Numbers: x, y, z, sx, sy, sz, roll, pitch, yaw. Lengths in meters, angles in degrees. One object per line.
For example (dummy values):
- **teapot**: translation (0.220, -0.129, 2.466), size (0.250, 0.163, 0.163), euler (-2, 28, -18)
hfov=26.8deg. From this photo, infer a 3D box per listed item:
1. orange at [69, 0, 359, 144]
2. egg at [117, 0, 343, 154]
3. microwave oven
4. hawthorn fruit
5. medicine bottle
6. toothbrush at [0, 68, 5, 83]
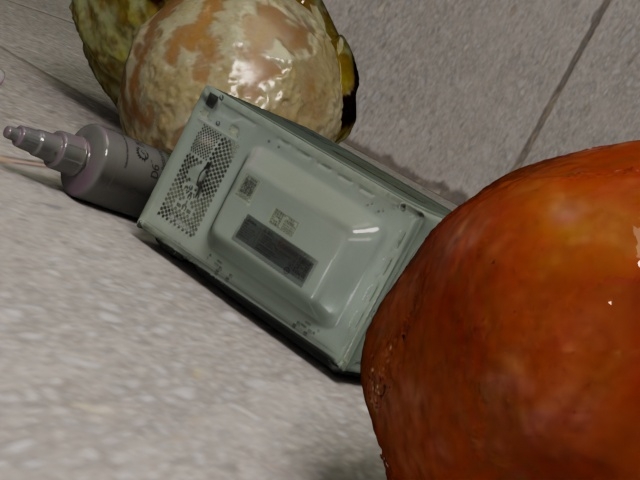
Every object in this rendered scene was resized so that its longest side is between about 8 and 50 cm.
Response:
- **orange**: translation (-0.129, -0.215, 1.473), size (0.368, 0.210, 0.271), euler (19, 53, -45)
- **egg**: translation (-0.081, -0.133, 1.202), size (0.203, 0.203, 0.245), euler (26, 27, -15)
- **microwave oven**: translation (0.000, 0.000, 0.942), size (0.208, 0.122, 0.162), euler (33, 10, 33)
- **hawthorn fruit**: translation (0.130, 0.050, 0.554), size (0.211, 0.211, 0.299), euler (28, -21, 1)
- **medicine bottle**: translation (-0.148, -0.050, 0.994), size (0.199, 0.058, 0.057), euler (21, 11, -41)
- **toothbrush**: translation (-0.409, -0.203, 1.227), size (0.257, 0.018, 0.024), euler (25, 2, -16)
